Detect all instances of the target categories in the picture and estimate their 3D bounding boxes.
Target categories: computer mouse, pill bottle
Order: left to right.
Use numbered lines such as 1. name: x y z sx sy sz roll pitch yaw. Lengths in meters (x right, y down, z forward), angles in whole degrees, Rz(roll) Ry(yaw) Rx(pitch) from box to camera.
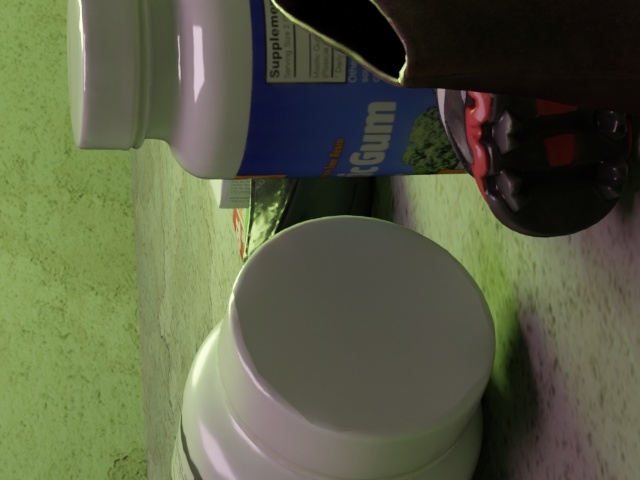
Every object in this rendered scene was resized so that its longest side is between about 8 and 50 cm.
1. pill bottle: -0.017 -0.113 1.042 0.152 0.272 0.152 177 90 -77
2. pill bottle: -0.002 0.159 1.173 0.361 0.204 0.204 106 157 -52
3. computer mouse: 0.000 0.000 1.345 0.072 0.188 0.272 -6 74 32

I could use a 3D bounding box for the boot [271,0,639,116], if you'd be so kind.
1. boot: 0.116 -0.057 0.577 0.248 0.207 0.090 44 134 49

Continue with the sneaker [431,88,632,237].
1. sneaker: 0.107 -0.146 0.891 0.135 0.098 0.276 -139 47 -69

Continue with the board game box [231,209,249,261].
1. board game box: -0.052 0.020 1.722 0.124 0.039 0.259 100 159 -44

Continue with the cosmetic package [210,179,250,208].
1. cosmetic package: -0.079 -0.251 1.656 0.377 0.097 0.284 -111 26 -53
